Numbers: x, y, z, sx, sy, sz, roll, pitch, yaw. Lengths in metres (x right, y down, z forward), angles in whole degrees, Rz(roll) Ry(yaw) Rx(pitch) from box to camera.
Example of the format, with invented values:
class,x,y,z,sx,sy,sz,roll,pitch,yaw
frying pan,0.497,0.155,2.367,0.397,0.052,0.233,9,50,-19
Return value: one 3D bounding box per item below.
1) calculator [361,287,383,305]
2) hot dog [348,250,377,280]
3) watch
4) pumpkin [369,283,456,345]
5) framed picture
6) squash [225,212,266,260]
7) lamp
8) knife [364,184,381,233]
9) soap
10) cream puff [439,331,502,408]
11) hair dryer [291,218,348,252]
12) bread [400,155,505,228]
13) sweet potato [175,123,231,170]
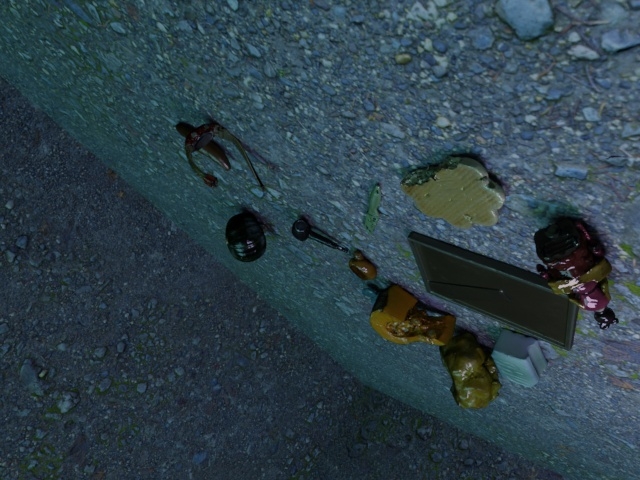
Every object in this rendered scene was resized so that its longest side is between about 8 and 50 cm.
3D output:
class,x,y,z,sx,sy,sz,roll,pitch,yaw
calculator,0.296,0.269,1.912,0.302,0.042,0.188,35,162,-1
hot dog,0.146,0.091,1.724,0.140,0.060,0.089,39,158,-32
watch,-0.302,-0.234,1.503,0.268,0.164,0.102,56,162,6
pumpkin,0.307,0.257,1.697,0.280,0.139,0.190,-10,120,45
framed picture,0.465,0.140,1.340,0.446,0.028,0.326,23,158,33
squash,-0.312,-0.012,2.049,0.172,0.218,0.218,3,168,-15
lamp,0.516,0.069,0.966,0.253,0.118,0.118,41,161,-26
knife,0.149,-0.080,1.363,0.043,0.020,0.293,30,161,10
soap,0.625,0.379,1.543,0.145,0.091,0.230,15,151,46
cream puff,0.529,0.449,1.707,0.282,0.185,0.282,-18,-90,-86
hair dryer,0.000,0.000,1.763,0.219,0.075,0.195,25,170,7
bread,0.291,-0.096,1.052,0.181,0.039,0.251,41,160,-17
sweet potato,-0.402,-0.328,1.652,0.255,0.058,0.078,37,-178,7
